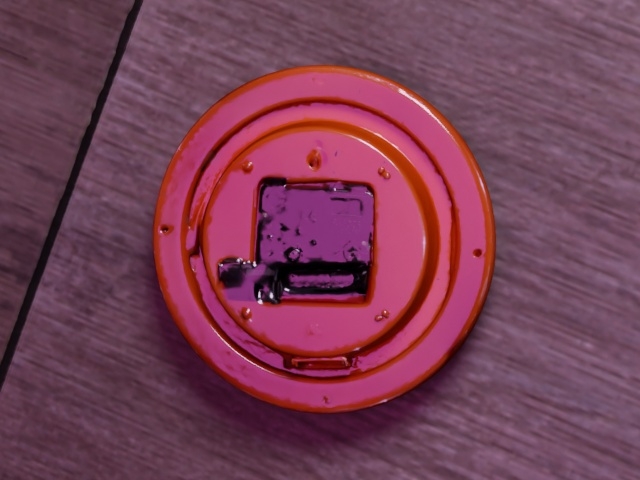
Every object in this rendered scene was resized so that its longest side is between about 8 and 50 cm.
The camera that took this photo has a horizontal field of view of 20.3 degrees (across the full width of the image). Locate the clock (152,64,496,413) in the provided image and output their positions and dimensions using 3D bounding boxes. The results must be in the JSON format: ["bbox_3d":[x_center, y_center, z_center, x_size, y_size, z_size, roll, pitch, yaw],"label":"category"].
[{"bbox_3d":[0.000,0.000,1.046,0.205,0.051,0.205,1,94,12],"label":"clock"}]
